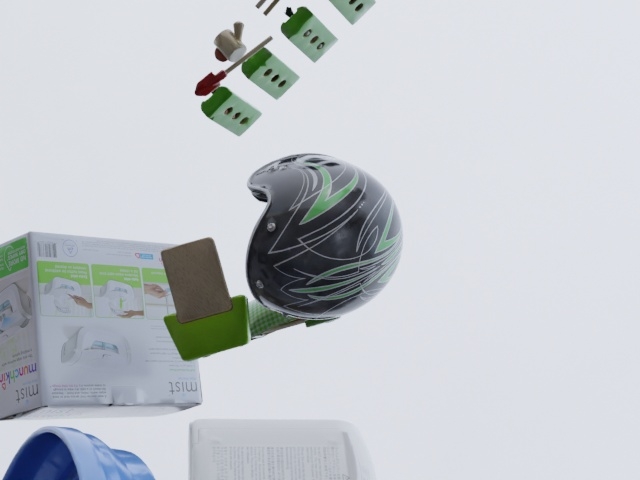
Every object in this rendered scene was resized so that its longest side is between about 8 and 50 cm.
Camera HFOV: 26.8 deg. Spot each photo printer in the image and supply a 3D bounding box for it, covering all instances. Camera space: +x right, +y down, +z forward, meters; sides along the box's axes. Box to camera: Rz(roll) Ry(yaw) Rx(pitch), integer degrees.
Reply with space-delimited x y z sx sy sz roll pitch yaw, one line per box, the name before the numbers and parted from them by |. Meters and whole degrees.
photo printer | -0.061 0.408 2.162 0.307 0.256 0.107 1 -38 -7

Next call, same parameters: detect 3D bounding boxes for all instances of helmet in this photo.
helmet | 0.000 0.000 1.352 0.169 0.161 0.169 -8 -58 -12

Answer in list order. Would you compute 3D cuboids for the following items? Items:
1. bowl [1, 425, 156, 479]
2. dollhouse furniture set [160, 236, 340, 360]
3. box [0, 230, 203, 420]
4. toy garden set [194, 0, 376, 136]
bowl | -0.209 0.343 1.042 0.077 0.391 0.391 13 -42 -24
dollhouse furniture set | -0.086 0.047 1.621 0.197 0.301 0.151 -16 -94 0
box | -0.301 0.119 1.795 0.127 0.262 0.231 -19 -106 43
toy garden set | -0.062 -0.247 1.613 0.244 0.204 0.049 -44 -108 7
